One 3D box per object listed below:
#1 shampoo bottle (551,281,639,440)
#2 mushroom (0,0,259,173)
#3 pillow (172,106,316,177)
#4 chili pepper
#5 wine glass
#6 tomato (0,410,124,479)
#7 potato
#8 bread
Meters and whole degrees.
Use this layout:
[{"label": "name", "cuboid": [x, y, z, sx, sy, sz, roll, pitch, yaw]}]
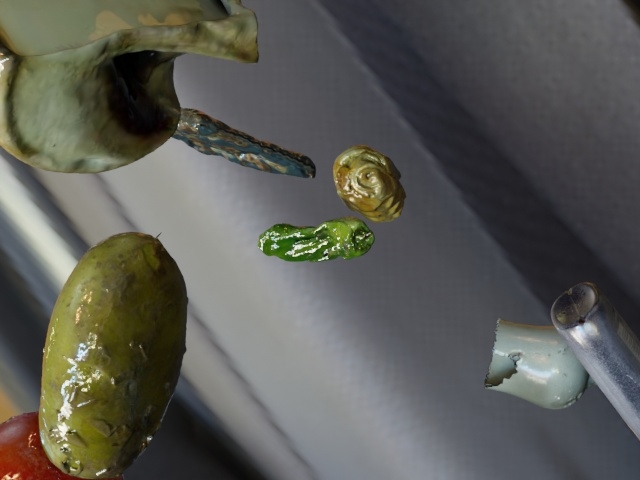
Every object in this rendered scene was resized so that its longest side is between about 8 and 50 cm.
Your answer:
[{"label": "shampoo bottle", "cuboid": [0.276, 0.138, 1.549, 0.049, 0.234, 0.087, -35, 19, 10]}, {"label": "mushroom", "cuboid": [-0.228, -0.199, 1.743, 0.292, 0.217, 0.212, -22, -37, -28]}, {"label": "pillow", "cuboid": [-0.137, -0.125, 2.198, 0.255, 0.189, 0.034, 15, 81, 53]}, {"label": "chili pepper", "cuboid": [0.000, 0.000, 1.259, 0.091, 0.030, 0.034, -3, 4, 37]}, {"label": "wine glass", "cuboid": [0.253, 0.127, 1.735, 0.079, 0.195, 0.079, 12, -90, -83]}, {"label": "tomato", "cuboid": [-0.292, 0.277, 1.899, 0.189, 0.173, 0.099, -48, 18, 6]}, {"label": "potato", "cuboid": [-0.194, 0.108, 1.754, 0.149, 0.113, 0.251, 11, -78, -47]}, {"label": "bread", "cuboid": [0.043, -0.053, 1.705, 0.060, 0.066, 0.110, -29, -12, 5]}]
